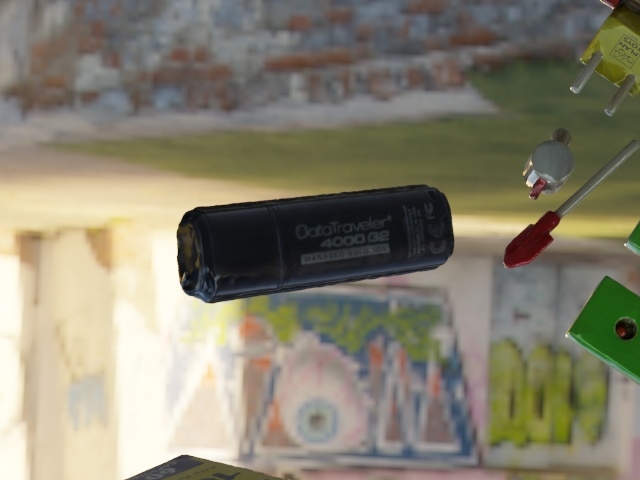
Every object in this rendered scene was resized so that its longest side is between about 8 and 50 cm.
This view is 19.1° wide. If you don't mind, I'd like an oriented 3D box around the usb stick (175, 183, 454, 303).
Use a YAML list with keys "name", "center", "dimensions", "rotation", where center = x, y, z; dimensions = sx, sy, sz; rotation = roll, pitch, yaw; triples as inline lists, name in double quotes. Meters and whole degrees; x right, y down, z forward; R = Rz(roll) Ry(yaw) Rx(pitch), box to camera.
- name: "usb stick"
  center: [0.000, 0.000, 1.556]
  dimensions: [0.278, 0.077, 0.045]
  rotation: [-7, -179, -40]

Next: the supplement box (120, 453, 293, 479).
- name: "supplement box"
  center: [-0.077, 0.273, 1.226]
  dimensions: [0.194, 0.195, 0.356]
  rotation: [-17, -172, -28]

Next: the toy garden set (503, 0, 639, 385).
- name: "toy garden set"
  center: [0.217, -0.034, 1.172]
  dimensions: [0.204, 0.244, 0.049]
  rotation: [34, 166, 4]
